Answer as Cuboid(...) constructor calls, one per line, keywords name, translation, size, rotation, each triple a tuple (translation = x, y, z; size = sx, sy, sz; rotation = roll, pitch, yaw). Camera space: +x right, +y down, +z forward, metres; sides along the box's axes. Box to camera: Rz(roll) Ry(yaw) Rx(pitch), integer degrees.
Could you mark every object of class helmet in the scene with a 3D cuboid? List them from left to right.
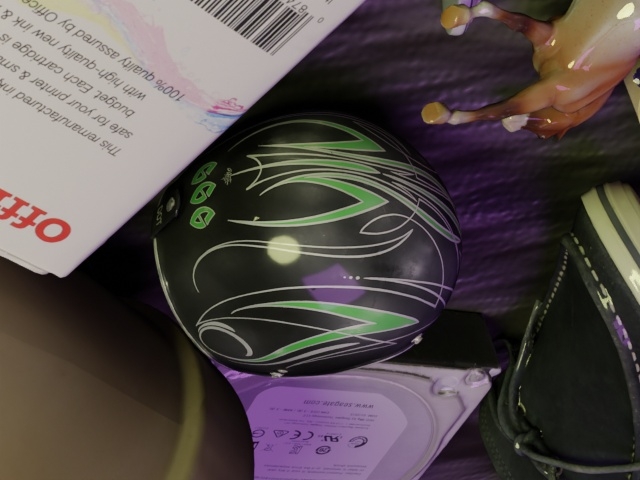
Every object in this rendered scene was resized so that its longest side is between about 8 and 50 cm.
Cuboid(name="helmet", translation=(0.000, 0.000, 0.889), size=(0.161, 0.169, 0.169), rotation=(-17, 144, 25))

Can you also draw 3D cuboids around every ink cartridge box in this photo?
Cuboid(name="ink cartridge box", translation=(-0.117, -0.136, 0.700), size=(0.278, 0.117, 0.201), rotation=(-40, 134, 21))

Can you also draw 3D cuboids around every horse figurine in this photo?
Cuboid(name="horse figurine", translation=(0.161, -0.146, 0.829), size=(0.174, 0.066, 0.263), rotation=(0, 135, -42))

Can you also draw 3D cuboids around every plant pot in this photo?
Cuboid(name="plant pot", translation=(-0.240, 0.098, 0.838), size=(0.323, 0.323, 0.280), rotation=(-24, 128, 10))

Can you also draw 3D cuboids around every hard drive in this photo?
Cuboid(name="hard drive", translation=(-0.036, 0.174, 1.166), size=(0.236, 0.064, 0.339), rotation=(7, 137, -25))

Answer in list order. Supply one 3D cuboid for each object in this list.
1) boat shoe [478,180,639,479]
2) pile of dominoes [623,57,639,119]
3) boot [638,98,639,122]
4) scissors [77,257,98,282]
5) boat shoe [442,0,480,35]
Cuboid(name="boat shoe", translation=(0.207, 0.143, 1.116), size=(0.156, 0.187, 0.500), rotation=(-19, 147, -5))
Cuboid(name="pile of dominoes", translation=(0.303, -0.015, 0.888), size=(0.196, 0.251, 0.040), rotation=(-15, -167, 39))
Cuboid(name="boot", translation=(0.230, -0.111, 0.851), size=(0.084, 0.059, 0.158), rotation=(-33, 163, -51))
Cuboid(name="scissors", translation=(-0.187, -0.051, 0.881), size=(0.109, 0.021, 0.297), rotation=(-8, 142, -13))
Cuboid(name="boat shoe", translation=(0.092, -0.158, 0.829), size=(0.035, 0.035, 0.100), rotation=(-2, 133, -11))
